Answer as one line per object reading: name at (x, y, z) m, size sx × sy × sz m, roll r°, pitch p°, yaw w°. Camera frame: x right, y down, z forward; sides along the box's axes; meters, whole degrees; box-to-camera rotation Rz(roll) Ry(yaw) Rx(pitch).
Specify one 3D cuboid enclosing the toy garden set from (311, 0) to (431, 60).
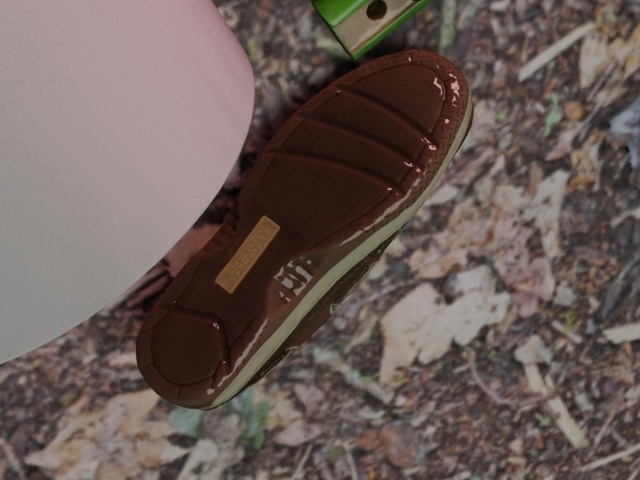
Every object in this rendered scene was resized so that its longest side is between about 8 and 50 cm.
toy garden set at (0.042, -0.239, 0.850) m, size 0.204 × 0.049 × 0.244 m, roll -38°, pitch 126°, yaw 1°

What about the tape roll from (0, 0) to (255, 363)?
tape roll at (-0.174, -0.080, 0.726) m, size 0.246 × 0.246 × 0.169 m, roll -35°, pitch 126°, yaw -2°

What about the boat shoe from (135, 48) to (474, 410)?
boat shoe at (-0.006, -0.005, 0.957) m, size 0.257 × 0.095 × 0.095 m, roll -45°, pitch 160°, yaw 3°
